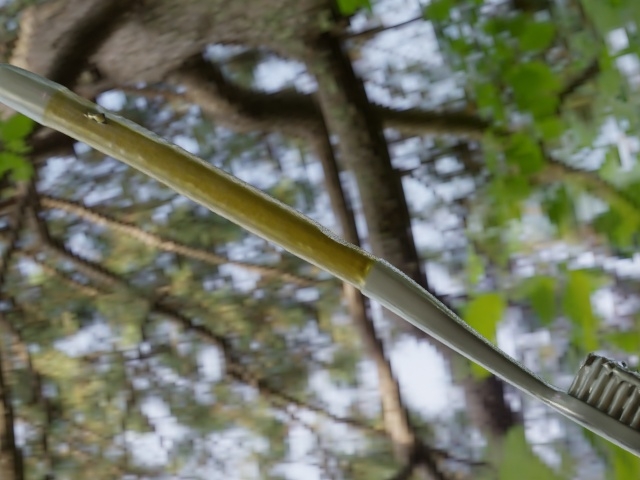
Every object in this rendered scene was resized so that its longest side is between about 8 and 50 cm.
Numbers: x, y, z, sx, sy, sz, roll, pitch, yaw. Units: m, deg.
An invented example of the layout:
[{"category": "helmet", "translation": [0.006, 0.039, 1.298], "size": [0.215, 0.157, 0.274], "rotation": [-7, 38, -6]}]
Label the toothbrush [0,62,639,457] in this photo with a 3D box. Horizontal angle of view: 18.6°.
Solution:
[{"category": "toothbrush", "translation": [0.000, 0.000, 0.679], "size": [0.024, 0.288, 0.021], "rotation": [-64, -17, 8]}]
